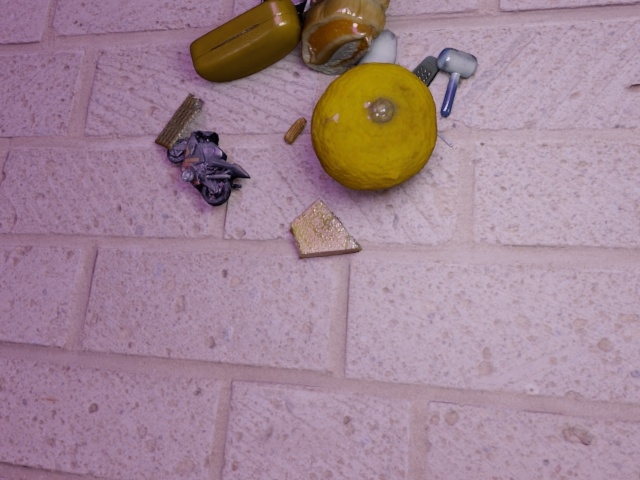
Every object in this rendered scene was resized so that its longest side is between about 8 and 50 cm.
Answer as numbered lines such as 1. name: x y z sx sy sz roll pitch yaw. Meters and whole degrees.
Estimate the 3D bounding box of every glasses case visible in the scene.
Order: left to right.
1. glasses case: -0.221 -0.602 1.819 0.371 0.173 0.141 -18 89 24

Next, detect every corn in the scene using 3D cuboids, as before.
1. corn: -0.077 -0.339 1.803 0.037 0.037 0.092 37 84 20

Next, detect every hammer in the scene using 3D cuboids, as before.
1. hammer: 0.380 -0.453 1.701 0.116 0.069 0.194 14 92 -13

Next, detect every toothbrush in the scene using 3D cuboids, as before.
1. toothbrush: 0.328 -0.328 1.710 0.014 0.017 0.162 -43 70 3

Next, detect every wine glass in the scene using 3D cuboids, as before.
1. wine glass: 0.166 -0.520 1.751 0.111 0.111 0.205 11 82 16

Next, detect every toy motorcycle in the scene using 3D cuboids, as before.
1. toy motorcycle: -0.350 -0.240 1.805 0.173 0.108 0.307 -45 64 0

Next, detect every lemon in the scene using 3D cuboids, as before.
1. lemon: 0.145 -0.302 1.566 0.349 0.387 0.350 0 83 -4

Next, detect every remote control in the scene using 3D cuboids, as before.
1. remote control: 0.277 -0.452 1.742 0.072 0.042 0.222 38 88 20

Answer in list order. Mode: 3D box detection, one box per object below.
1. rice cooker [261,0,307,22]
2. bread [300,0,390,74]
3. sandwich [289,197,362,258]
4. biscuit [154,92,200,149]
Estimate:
1. rice cooker: -0.088 -0.770 1.877 0.202 0.118 0.142 -23 72 6
2. bread: 0.065 -0.696 1.718 0.210 0.300 0.342 21 80 -24
3. sandwich: 0.000 0.000 1.685 0.162 0.058 0.193 -42 72 2
4. biscuit: -0.450 -0.382 1.883 0.203 0.016 0.144 -54 40 -5
